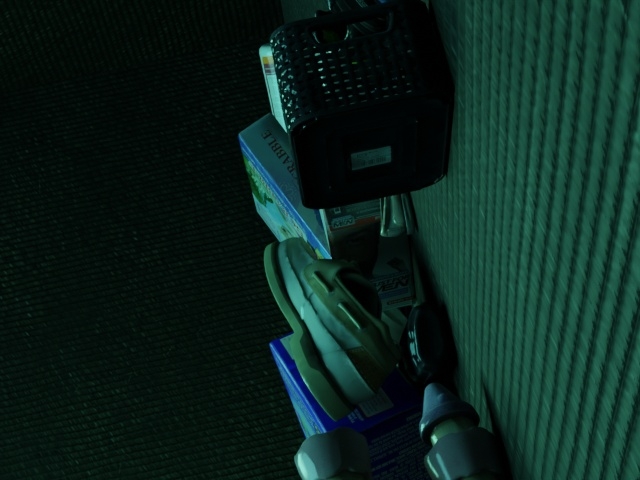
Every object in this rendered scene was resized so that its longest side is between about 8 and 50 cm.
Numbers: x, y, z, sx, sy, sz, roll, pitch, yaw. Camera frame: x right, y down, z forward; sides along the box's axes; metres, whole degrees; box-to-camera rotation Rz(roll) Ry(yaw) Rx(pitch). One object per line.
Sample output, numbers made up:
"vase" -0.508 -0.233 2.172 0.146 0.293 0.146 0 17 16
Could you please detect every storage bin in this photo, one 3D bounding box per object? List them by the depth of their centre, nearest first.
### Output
"storage bin" 0.033 -0.102 1.060 0.180 0.122 0.084 81 176 -69

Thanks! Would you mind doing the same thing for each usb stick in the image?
"usb stick" 0.111 0.123 1.470 0.278 0.045 0.077 84 180 -78

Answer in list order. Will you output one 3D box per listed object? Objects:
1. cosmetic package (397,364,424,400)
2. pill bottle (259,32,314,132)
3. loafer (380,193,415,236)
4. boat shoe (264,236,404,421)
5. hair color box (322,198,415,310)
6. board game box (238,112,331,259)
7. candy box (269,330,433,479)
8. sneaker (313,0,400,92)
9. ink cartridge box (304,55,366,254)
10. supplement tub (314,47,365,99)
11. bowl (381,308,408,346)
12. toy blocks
"cosmetic package" 0.125 0.209 1.690 0.060 0.041 0.115 85 173 -73
"pill bottle" -0.019 -0.214 2.151 0.121 0.121 0.221 -108 6 -77
"loafer" 0.073 -0.062 1.476 0.045 0.039 0.125 79 178 -67
"boat shoe" 0.017 0.078 1.492 0.113 0.103 0.302 52 -172 -34
"hair color box" 0.060 0.017 1.614 0.167 0.093 0.053 79 178 -47
"board game box" 0.000 0.000 2.067 0.318 0.066 0.318 53 171 18
"candy box" 0.070 0.279 1.571 0.268 0.122 0.317 -129 19 -63
"sneaker" 0.032 -0.190 1.214 0.188 0.078 0.067 80 177 -72
"ink cartridge box" 0.030 -0.110 1.683 0.160 0.093 0.219 80 177 -52
"supplement tub" 0.029 -0.197 1.468 0.107 0.071 0.071 -106 4 -67
"bowl" 0.071 0.125 1.786 0.170 0.080 0.170 36 -166 -10
"toy blocks" 0.014 0.275 1.227 0.288 0.309 0.260 80 171 -48
